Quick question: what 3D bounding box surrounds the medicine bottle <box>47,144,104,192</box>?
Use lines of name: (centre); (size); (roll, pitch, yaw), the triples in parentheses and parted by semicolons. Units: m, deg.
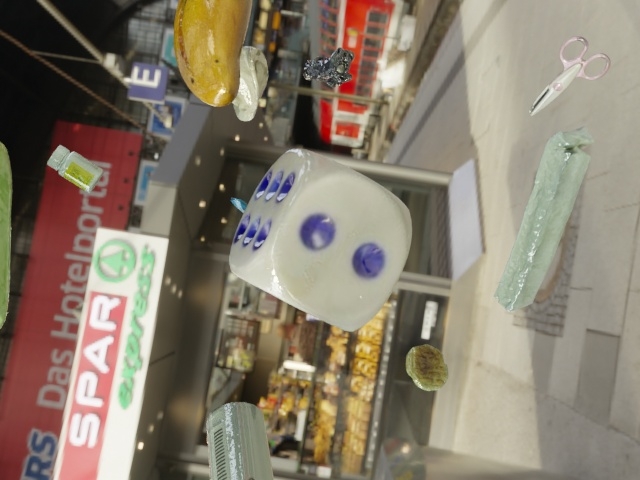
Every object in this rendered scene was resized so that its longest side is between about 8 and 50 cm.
medicine bottle: (-0.412, -0.121, 1.170); (0.047, 0.083, 0.047); (-52, 15, 20)

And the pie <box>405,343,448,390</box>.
pie: (0.187, 0.223, 1.213); (0.020, 0.084, 0.084); (125, 158, -57)

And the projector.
projector: (-0.122, 0.417, 1.111); (0.338, 0.108, 0.108); (-108, 22, -53)

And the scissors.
scissors: (0.415, -0.273, 1.197); (0.022, 0.085, 0.176); (-56, 3, -36)

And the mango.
mango: (-0.202, -0.384, 1.263); (0.177, 0.120, 0.295); (-15, 67, 53)

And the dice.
dice: (0.000, 0.000, 1.509); (0.304, 0.304, 0.277); (-63, 22, -4)

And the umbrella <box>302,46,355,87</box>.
umbrella: (0.019, -0.405, 1.663); (0.224, 0.071, 0.080); (17, 98, 64)

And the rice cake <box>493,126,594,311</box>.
rice cake: (0.361, -0.028, 1.133); (0.063, 0.066, 0.336); (46, 137, 40)

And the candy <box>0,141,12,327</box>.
candy: (-0.538, -0.009, 1.044); (0.142, 0.131, 0.344); (-46, 47, 42)

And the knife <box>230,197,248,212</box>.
knife: (-0.127, -0.037, 1.702); (0.296, 0.044, 0.026); (42, -110, -53)

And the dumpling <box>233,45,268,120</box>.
dumpling: (-0.163, -0.334, 1.485); (0.181, 0.111, 0.155); (-64, -36, -82)
